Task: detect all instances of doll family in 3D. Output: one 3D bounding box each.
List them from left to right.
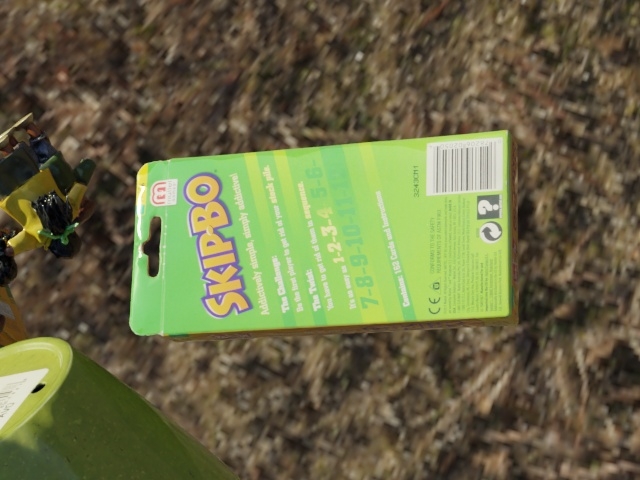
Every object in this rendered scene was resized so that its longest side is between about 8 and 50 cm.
[{"bbox_3d":[-0.237,-0.005,1.301,0.111,0.193,0.076,54,161,-13],"label":"doll family"}]

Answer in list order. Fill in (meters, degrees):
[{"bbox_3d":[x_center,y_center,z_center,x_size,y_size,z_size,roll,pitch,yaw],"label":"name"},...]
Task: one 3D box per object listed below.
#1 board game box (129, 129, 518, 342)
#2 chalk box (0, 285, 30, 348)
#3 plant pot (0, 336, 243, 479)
[{"bbox_3d":[0.000,0.000,1.147,0.259,0.124,0.039,-3,163,16],"label":"board game box"},{"bbox_3d":[-0.395,0.154,1.487,0.180,0.179,0.289,26,102,-27],"label":"chalk box"},{"bbox_3d":[-0.133,0.212,1.055,0.275,0.275,0.293,-17,114,27],"label":"plant pot"}]
